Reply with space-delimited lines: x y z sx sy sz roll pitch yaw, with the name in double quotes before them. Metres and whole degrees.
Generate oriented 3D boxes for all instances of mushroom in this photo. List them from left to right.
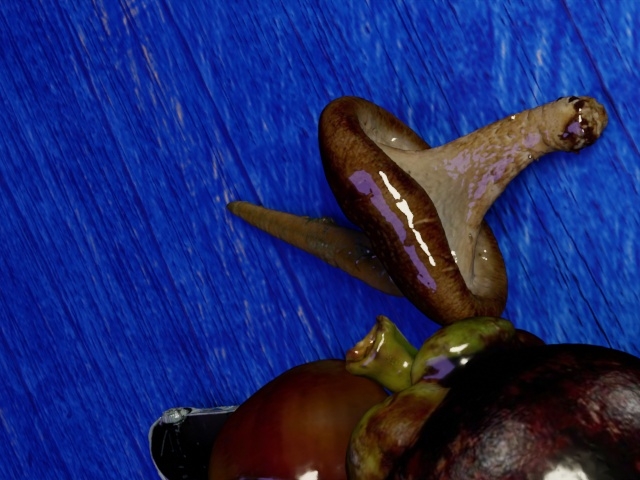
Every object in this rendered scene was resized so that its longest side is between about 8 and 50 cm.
"mushroom" 0.126 -0.066 1.368 0.217 0.148 0.227 -40 87 25

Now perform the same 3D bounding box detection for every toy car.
"toy car" -0.091 0.207 1.699 0.205 0.056 0.095 -9 100 43

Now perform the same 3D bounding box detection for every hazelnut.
"hazelnut" -0.005 0.201 1.544 0.208 0.208 0.208 17 117 38

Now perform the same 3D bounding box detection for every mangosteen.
"mangosteen" 0.168 0.200 1.266 0.313 0.297 0.297 -101 20 -58

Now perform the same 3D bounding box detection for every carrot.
"carrot" 0.000 0.000 1.549 0.254 0.049 0.049 21 119 41
